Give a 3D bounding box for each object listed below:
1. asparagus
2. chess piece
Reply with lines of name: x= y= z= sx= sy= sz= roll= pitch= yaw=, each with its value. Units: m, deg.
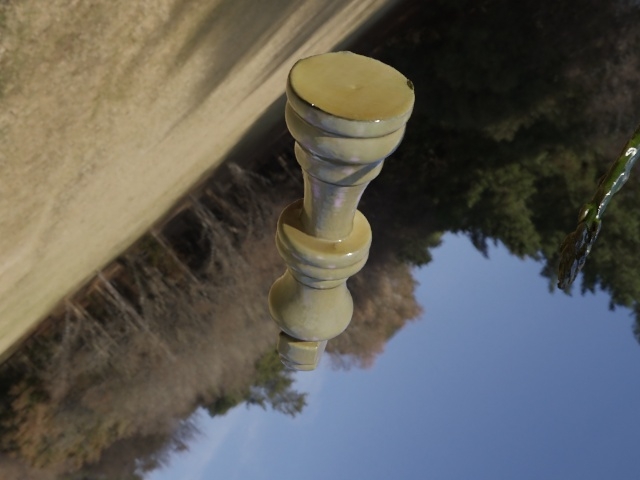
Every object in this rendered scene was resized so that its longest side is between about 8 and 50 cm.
asparagus: x=0.220 y=-0.063 z=0.545 sx=0.233 sy=0.023 sz=0.022 roll=-55 pitch=-162 yaw=-16
chess piece: x=0.000 y=0.000 z=0.828 sx=0.117 sy=0.117 sz=0.397 roll=-49 pitch=159 yaw=-43
